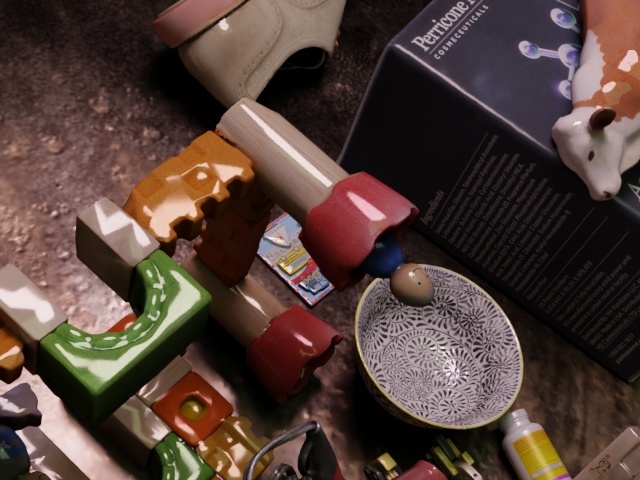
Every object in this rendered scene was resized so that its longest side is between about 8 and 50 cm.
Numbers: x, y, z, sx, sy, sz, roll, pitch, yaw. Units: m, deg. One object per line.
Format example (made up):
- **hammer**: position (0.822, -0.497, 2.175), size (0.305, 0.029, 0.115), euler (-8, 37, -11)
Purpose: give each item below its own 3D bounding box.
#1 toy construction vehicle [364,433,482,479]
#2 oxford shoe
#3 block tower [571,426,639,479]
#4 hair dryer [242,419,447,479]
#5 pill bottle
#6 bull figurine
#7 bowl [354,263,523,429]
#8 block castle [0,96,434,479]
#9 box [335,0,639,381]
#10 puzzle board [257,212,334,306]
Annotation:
- **toy construction vehicle**: position (0.103, 0.220, 0.923), size (0.085, 0.035, 0.098), euler (-26, 68, -29)
- **oxford shoe**: position (-0.030, -0.276, 1.182), size (0.397, 0.140, 0.147), euler (-44, 108, -39)
- **block tower**: position (0.360, 0.310, 0.854), size (0.335, 0.091, 0.097), euler (50, 17, 29)
- **hair dryer**: position (0.018, 0.233, 0.778), size (0.080, 0.224, 0.293), euler (35, 20, 27)
- **pill bottle**: position (0.200, 0.202, 0.959), size (0.043, 0.043, 0.083), euler (-15, 63, -25)
- **bull figurine**: position (0.309, -0.164, 0.943), size (0.188, 0.101, 0.310), euler (17, 57, -10)
- **bowl**: position (0.098, 0.114, 0.961), size (0.170, 0.080, 0.170), euler (11, 54, -16)
- **block castle**: position (-0.134, 0.137, 0.744), size (0.213, 0.303, 0.453), euler (41, 56, 11)
- **box**: position (0.272, -0.105, 1.083), size (0.395, 0.212, 0.293), euler (36, 55, 9)
- **puzzle board**: position (0.000, 0.000, 1.054), size (0.096, 0.011, 0.128), euler (44, 56, 13)
